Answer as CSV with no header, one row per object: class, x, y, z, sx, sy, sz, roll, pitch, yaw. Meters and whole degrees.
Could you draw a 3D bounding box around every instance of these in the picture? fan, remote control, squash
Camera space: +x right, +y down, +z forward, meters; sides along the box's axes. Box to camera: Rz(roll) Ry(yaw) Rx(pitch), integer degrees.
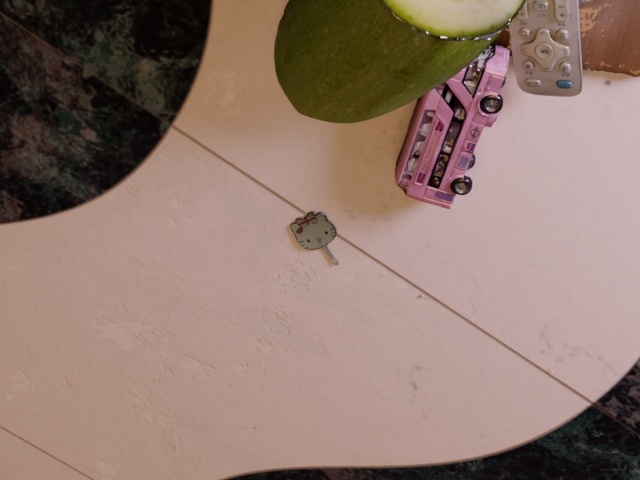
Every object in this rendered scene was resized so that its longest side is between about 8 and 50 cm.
fan,0.000,0.000,1.199,0.056,0.004,0.083,-25,115,25
remote control,0.223,-0.247,0.939,0.073,0.044,0.229,7,132,28
squash,0.071,-0.235,0.964,0.189,0.189,0.260,32,160,-9

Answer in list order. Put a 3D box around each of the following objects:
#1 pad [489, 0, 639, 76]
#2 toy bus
pad,0.242,-0.309,0.927,0.284,0.018,0.286,11,126,6
toy bus,0.143,-0.126,1.036,0.090,0.063,0.203,17,133,0
